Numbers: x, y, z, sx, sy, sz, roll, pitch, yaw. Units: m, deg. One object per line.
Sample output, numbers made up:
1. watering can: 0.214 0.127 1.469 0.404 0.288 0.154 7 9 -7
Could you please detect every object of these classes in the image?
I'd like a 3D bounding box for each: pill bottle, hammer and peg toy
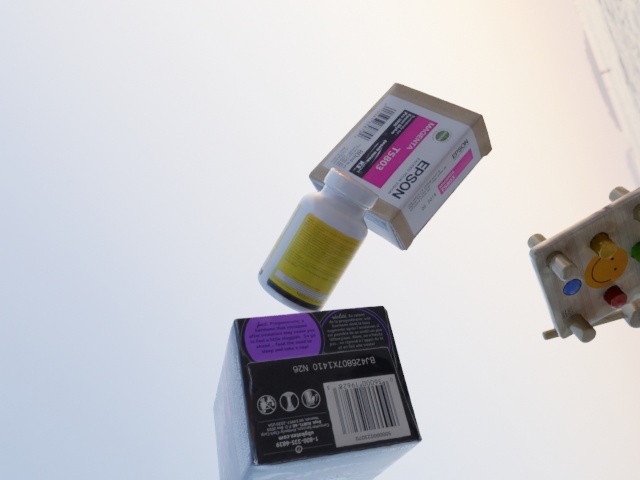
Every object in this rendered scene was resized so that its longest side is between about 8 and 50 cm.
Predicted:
1. pill bottle: 0.000 0.000 0.837 0.103 0.184 0.103 30 -170 -6
2. hammer and peg toy: 0.564 0.092 1.231 0.361 0.265 0.127 60 -178 -34

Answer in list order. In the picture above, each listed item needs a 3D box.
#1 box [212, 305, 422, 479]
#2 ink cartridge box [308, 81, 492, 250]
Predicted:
1. box: -0.023 0.199 0.681 0.165 0.270 0.144 -3 -122 -16
2. ink cartridge box: 0.129 -0.128 1.012 0.235 0.193 0.088 -48 -40 -12
